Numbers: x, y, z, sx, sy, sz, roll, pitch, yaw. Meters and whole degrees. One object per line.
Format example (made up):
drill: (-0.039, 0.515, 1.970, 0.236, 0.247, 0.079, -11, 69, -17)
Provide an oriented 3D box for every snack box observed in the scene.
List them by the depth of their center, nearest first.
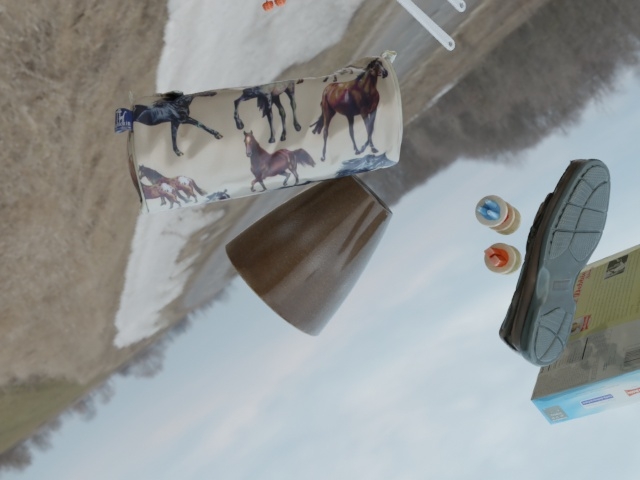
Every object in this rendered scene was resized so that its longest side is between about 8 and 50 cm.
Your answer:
snack box: (0.444, 0.128, 1.241, 0.187, 0.060, 0.322, -29, -162, 41)

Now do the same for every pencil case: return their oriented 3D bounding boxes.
pencil case: (-0.079, -0.162, 1.183, 0.411, 0.183, 0.160, -11, 180, -1)

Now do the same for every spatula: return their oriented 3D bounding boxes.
spatula: (0.135, -0.387, 1.154, 0.019, 0.242, 0.168, 7, -109, 50)

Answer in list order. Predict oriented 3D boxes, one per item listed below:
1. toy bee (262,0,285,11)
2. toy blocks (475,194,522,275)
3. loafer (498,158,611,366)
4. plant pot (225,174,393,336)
toy bee: (-0.108, -0.532, 1.551, 0.195, 0.162, 0.298, -26, 161, 36)
toy blocks: (0.285, -0.008, 1.326, 0.054, 0.123, 0.148, -3, 172, 26)
loafer: (0.284, 0.022, 1.032, 0.096, 0.267, 0.084, 9, -171, -34)
plant pot: (0.000, 0.000, 1.337, 0.230, 0.215, 0.215, -46, 180, 9)
